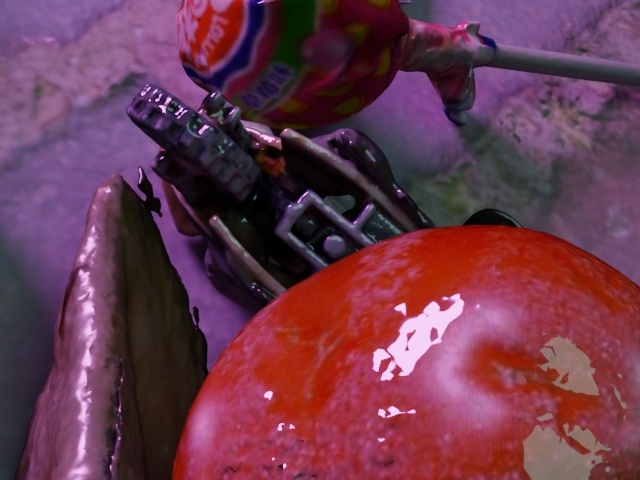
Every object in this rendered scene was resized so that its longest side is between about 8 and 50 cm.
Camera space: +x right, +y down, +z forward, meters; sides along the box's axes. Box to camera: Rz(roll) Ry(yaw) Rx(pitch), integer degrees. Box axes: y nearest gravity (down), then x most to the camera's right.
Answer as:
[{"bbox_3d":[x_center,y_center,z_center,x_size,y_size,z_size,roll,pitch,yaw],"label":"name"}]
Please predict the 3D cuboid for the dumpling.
[{"bbox_3d":[-0.093,0.129,0.585,0.086,0.166,0.332,-10,40,12],"label":"dumpling"}]

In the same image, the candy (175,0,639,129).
[{"bbox_3d":[0.081,-0.116,0.827,0.365,0.124,0.124,1,62,-38],"label":"candy"}]

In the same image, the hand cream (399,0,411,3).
[{"bbox_3d":[-0.078,-0.251,0.844,0.336,0.076,0.121,23,55,-24],"label":"hand cream"}]

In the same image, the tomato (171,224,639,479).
[{"bbox_3d":[0.055,0.113,0.560,0.232,0.232,0.188,31,42,-10],"label":"tomato"}]

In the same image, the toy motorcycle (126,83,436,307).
[{"bbox_3d":[0.000,0.001,0.694,0.229,0.130,0.094,39,82,-8],"label":"toy motorcycle"}]

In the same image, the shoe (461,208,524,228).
[{"bbox_3d":[0.090,0.035,0.767,0.062,0.053,0.159,36,53,-1],"label":"shoe"}]
